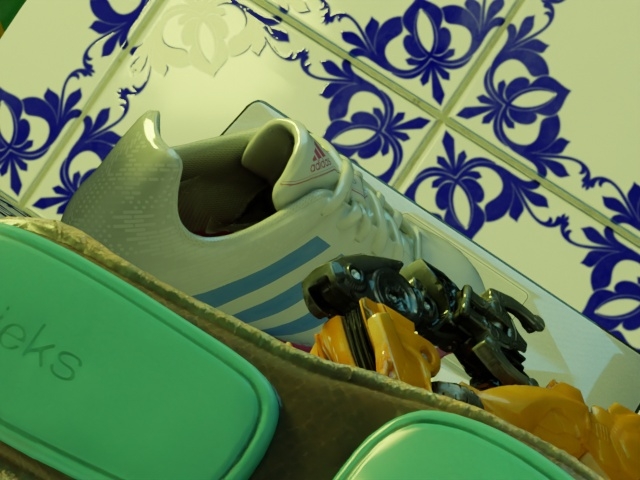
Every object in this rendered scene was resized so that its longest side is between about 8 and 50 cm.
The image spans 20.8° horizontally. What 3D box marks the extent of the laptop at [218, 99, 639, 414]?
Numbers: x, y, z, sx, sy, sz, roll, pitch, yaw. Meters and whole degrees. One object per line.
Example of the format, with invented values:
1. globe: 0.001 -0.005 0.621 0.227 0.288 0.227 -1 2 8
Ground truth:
1. laptop: 0.028 0.066 1.154 0.382 0.408 0.236 34 -36 6

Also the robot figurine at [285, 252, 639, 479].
1. robot figurine: 0.083 0.129 0.730 0.291 0.085 0.211 30 40 -31

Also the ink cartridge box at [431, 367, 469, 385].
1. ink cartridge box: 0.079 0.137 0.910 0.198 0.067 0.115 26 -40 -12

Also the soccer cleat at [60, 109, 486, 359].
1. soccer cleat: 0.000 0.000 1.056 0.331 0.143 0.116 6 37 -41

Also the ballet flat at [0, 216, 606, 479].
1. ballet flat: 0.004 0.089 0.508 0.316 0.107 0.106 33 -16 30

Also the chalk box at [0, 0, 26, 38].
1. chalk box: -0.325 -0.161 0.887 0.180 0.179 0.289 31 -4 40
